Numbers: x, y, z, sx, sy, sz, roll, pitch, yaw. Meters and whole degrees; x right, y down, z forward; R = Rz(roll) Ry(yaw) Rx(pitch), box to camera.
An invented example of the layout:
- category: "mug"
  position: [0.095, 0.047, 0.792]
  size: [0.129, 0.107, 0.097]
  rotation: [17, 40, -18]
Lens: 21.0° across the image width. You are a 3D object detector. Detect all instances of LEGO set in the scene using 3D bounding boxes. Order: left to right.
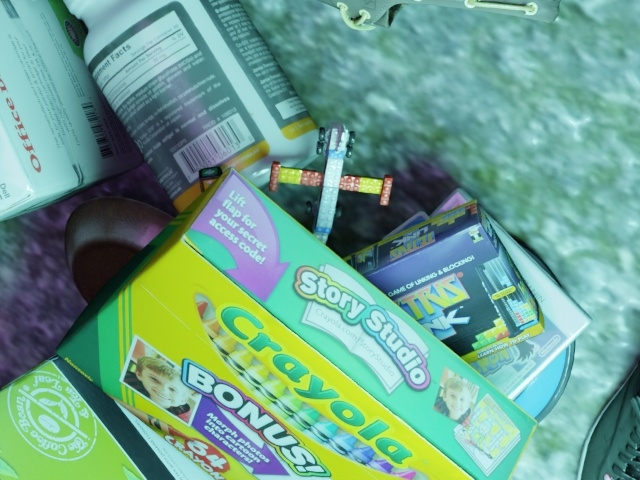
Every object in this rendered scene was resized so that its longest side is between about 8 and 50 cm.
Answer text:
- category: "LEGO set"
  position: [0.000, 0.000, 1.606]
  size: [0.182, 0.060, 0.244]
  rotation: [-36, 114, 14]

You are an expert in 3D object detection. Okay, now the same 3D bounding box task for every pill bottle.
- category: "pill bottle"
  position: [-0.131, -0.165, 1.682]
  size: [0.162, 0.162, 0.278]
  rotation: [-32, 88, 18]

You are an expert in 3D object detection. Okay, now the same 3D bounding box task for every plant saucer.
- category: "plant saucer"
  position: [-0.181, 0.043, 1.740]
  size: [0.199, 0.036, 0.198]
  rotation: [18, 137, 18]

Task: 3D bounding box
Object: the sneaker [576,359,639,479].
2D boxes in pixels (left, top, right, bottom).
- category: "sneaker"
  position: [0.312, 0.186, 1.620]
  size: [0.105, 0.147, 0.295]
  rotation: [26, 106, 9]

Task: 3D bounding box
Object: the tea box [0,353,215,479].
- category: "tea box"
  position: [-0.251, 0.312, 1.689]
  size: [0.329, 0.323, 0.220]
  rotation: [51, 124, 3]

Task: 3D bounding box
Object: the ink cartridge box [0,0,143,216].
- category: "ink cartridge box"
  position: [-0.305, -0.128, 1.678]
  size: [0.115, 0.273, 0.198]
  rotation: [-23, 92, 18]

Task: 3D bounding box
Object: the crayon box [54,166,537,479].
- category: "crayon box"
  position: [-0.032, 0.136, 1.603]
  size: [0.363, 0.106, 0.313]
  rotation: [39, 147, -9]

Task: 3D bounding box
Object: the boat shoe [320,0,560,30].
- category: "boat shoe"
  position: [0.067, -0.249, 1.638]
  size: [0.324, 0.116, 0.096]
  rotation: [-1, 96, 10]

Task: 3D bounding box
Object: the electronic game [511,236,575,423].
- category: "electronic game"
  position: [0.138, 0.097, 1.706]
  size: [0.229, 0.048, 0.229]
  rotation: [3, 99, 16]

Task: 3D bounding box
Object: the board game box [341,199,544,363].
- category: "board game box"
  position: [0.102, 0.057, 1.603]
  size: [0.170, 0.048, 0.141]
  rotation: [-25, 122, 16]

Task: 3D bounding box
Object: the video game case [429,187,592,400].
- category: "video game case"
  position: [0.129, 0.083, 1.670]
  size: [0.183, 0.023, 0.201]
  rotation: [46, 104, 11]
